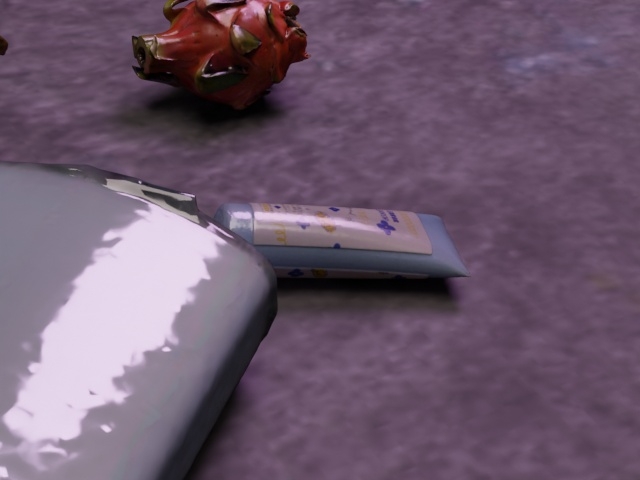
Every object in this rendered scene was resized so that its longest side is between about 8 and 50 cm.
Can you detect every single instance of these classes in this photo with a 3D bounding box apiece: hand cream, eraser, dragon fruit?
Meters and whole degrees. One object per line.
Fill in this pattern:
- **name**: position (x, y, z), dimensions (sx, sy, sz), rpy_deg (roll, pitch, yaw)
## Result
- **hand cream**: position (0.000, 0.000, 0.789), dimensions (0.170, 0.043, 0.065), rpy_deg (1, 35, -14)
- **eraser**: position (-0.153, 0.082, 0.604), dimensions (0.189, 0.104, 0.290), rpy_deg (21, 39, 7)
- **dragon fruit**: position (-0.069, -0.131, 0.912), dimensions (0.116, 0.081, 0.086), rpy_deg (-24, 81, -27)

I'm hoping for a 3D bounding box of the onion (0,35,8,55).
- **onion**: position (-0.286, -0.082, 0.757), dimensions (0.218, 0.140, 0.195), rpy_deg (-12, 46, -26)
